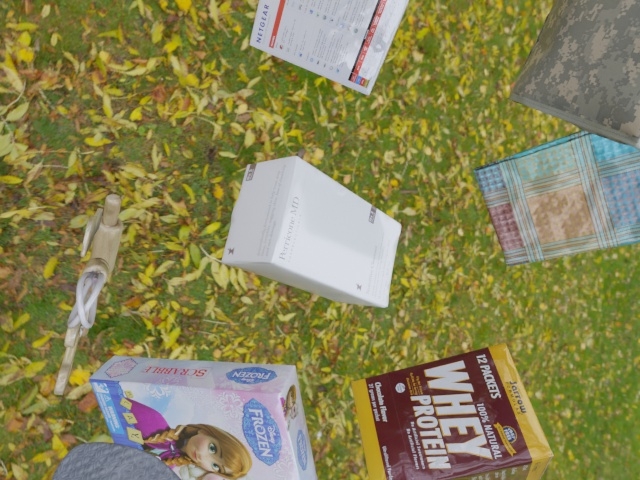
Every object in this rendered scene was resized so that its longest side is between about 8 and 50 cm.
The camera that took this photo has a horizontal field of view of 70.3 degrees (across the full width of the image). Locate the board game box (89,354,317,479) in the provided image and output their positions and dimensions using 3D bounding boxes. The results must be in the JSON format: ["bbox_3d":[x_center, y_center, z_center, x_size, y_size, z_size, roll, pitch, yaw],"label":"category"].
[{"bbox_3d":[-0.169,0.336,0.713,0.066,0.318,0.318,-54,137,-62],"label":"board game box"}]

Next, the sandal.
[{"bbox_3d":[-0.120,0.267,0.392,0.255,0.054,0.097,32,52,-2],"label":"sandal"}]

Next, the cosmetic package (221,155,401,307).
[{"bbox_3d":[0.000,0.000,0.976,0.385,0.156,0.217,24,72,-47],"label":"cosmetic package"}]

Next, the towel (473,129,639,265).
[{"bbox_3d":[0.556,-0.096,0.990,0.040,0.370,0.271,-40,109,-56],"label":"towel"}]

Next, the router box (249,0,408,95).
[{"bbox_3d":[0.036,-0.529,0.968,0.301,0.335,0.082,23,38,-2],"label":"router box"}]

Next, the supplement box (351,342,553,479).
[{"bbox_3d":[0.165,0.247,0.586,0.191,0.194,0.129,61,15,-52],"label":"supplement box"}]

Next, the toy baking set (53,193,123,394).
[{"bbox_3d":[-0.246,0.048,0.497,0.030,0.196,0.256,13,125,-24],"label":"toy baking set"}]

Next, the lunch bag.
[{"bbox_3d":[0.459,-0.288,0.706,0.169,0.287,0.235,1,121,-32],"label":"lunch bag"}]
